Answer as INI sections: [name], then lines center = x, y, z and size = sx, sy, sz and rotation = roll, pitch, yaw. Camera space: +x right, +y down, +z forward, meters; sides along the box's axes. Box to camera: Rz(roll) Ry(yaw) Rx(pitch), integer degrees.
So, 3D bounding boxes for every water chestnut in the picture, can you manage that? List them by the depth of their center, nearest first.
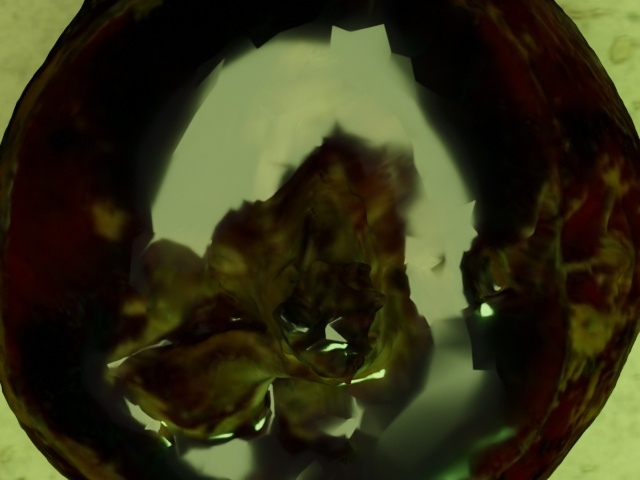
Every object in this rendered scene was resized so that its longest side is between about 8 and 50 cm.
[water chestnut]
center = 0.000, 0.000, 0.921
size = 0.350, 0.302, 0.350
rotation = 1, 99, 4
